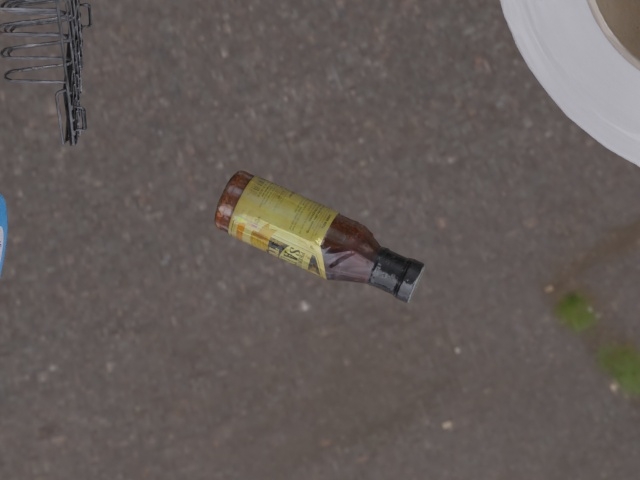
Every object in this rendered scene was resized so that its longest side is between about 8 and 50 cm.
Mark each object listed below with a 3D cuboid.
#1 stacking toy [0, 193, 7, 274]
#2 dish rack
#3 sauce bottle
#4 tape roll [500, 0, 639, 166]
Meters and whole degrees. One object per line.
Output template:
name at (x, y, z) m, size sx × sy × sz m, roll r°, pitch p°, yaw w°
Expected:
stacking toy at (-0.383, 0.002, 1.021) m, size 0.302 × 0.165 × 0.175 m, roll 2°, pitch 102°, yaw -65°
dish rack at (-0.237, -0.223, 1.185) m, size 0.074 × 0.208 × 0.272 m, roll -3°, pitch 129°, yaw -4°
sauce bottle at (0.000, 0.000, 0.846) m, size 0.128 × 0.042 × 0.042 m, roll 25°, pitch 141°, yaw 10°
tape roll at (0.246, -0.177, 0.857) m, size 0.100 × 0.286 × 0.286 m, roll -38°, pitch 159°, yaw -38°
